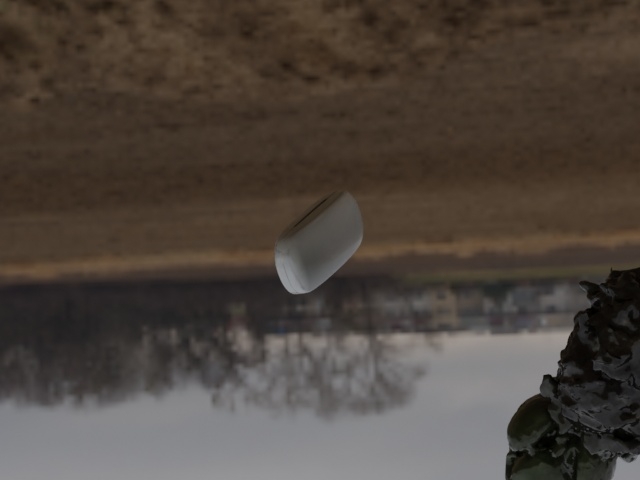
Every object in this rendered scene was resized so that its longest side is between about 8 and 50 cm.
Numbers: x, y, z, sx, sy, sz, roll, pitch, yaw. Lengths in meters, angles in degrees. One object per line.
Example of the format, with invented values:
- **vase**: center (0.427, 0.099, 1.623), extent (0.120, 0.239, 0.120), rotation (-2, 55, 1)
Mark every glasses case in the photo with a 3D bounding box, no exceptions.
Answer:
- **glasses case**: center (0.000, 0.000, 1.511), extent (0.041, 0.063, 0.164), rotation (-10, -162, 30)

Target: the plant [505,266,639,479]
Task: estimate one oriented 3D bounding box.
- **plant**: center (0.144, 0.081, 0.778), extent (0.085, 0.087, 0.174), rotation (-27, 154, -43)
